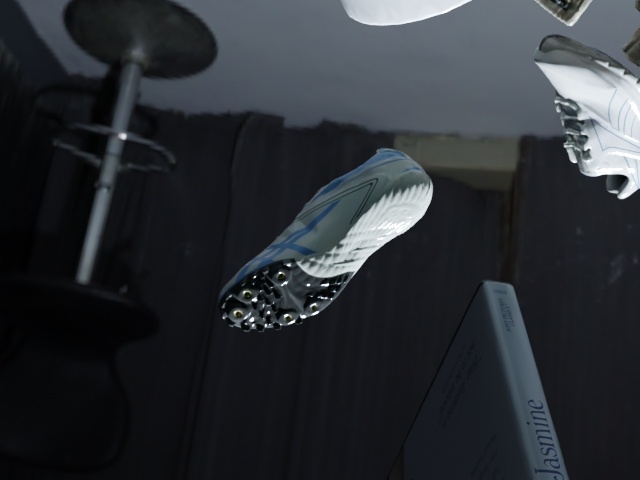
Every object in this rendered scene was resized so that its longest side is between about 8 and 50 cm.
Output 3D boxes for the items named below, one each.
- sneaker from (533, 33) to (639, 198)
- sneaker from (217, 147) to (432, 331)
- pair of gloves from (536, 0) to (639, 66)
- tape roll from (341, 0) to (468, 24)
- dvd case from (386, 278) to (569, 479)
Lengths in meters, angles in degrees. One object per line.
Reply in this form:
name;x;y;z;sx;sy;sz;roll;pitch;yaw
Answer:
sneaker;0.363;-0.152;1.367;0.297;0.129;0.111;35;-170;-34
sneaker;0.000;0.000;1.018;0.086;0.237;0.085;44;168;52
pair of gloves;0.410;-0.331;1.355;0.240;0.042;0.204;34;134;11
tape roll;0.146;-0.422;1.496;0.286;0.286;0.100;-6;130;29
dvd case;0.079;0.168;0.529;0.022;0.253;0.180;9;129;-13
